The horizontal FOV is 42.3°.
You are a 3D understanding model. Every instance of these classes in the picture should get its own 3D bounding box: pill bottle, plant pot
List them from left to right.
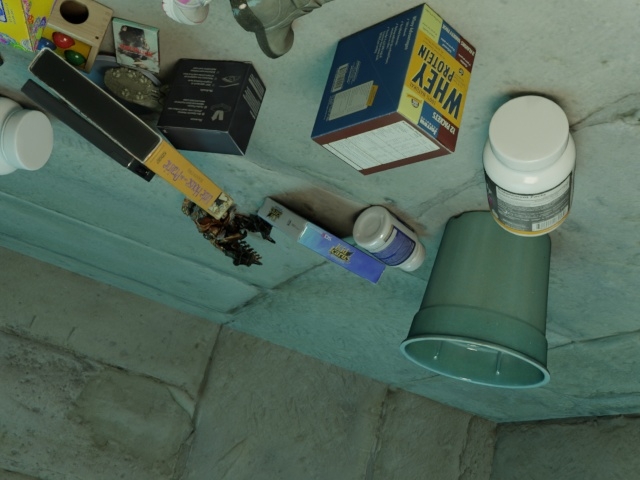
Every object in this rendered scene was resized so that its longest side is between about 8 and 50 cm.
[{"bbox_3d":[-0.823,-0.256,1.982,0.333,0.188,0.188,9,158,18],"label":"pill bottle"},{"bbox_3d":[0.177,0.003,2.047,0.112,0.112,0.186,-5,151,43],"label":"pill bottle"},{"bbox_3d":[0.385,0.132,1.919,0.341,0.334,0.341,14,160,5],"label":"plant pot"},{"bbox_3d":[0.378,-0.131,1.498,0.162,0.162,0.278,8,158,19],"label":"pill bottle"}]

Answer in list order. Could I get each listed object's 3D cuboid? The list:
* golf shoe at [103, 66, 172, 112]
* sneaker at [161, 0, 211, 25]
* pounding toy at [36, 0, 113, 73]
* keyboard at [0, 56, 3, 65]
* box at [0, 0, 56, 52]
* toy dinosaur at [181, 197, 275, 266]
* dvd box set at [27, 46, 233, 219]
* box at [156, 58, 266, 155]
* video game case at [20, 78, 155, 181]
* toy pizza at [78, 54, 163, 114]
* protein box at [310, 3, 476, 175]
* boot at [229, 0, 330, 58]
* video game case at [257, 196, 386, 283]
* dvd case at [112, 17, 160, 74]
[{"bbox_3d":[-0.354,-0.289,1.668,0.176,0.069,0.086,18,159,-14],"label":"golf shoe"},{"bbox_3d":[-0.176,-0.408,1.262,0.111,0.103,0.252,18,160,-2],"label":"sneaker"},{"bbox_3d":[-0.493,-0.408,1.495,0.206,0.094,0.181,22,159,-18],"label":"pounding toy"},{"bbox_3d":[-0.777,-0.423,1.763,0.180,0.023,0.108,14,166,3],"label":"keyboard"},{"bbox_3d":[-0.472,-0.452,1.094,0.279,0.290,0.177,17,159,-6],"label":"box"},{"bbox_3d":[-0.247,-0.029,2.288,0.218,0.164,0.322,18,-177,36],"label":"toy dinosaur"},{"bbox_3d":[-0.356,-0.196,1.633,0.307,0.062,0.420,38,177,15],"label":"dvd box set"},{"bbox_3d":[-0.208,-0.257,1.591,0.155,0.158,0.093,8,158,21],"label":"box"},{"bbox_3d":[-0.498,-0.232,1.805,0.275,0.035,0.248,37,177,1],"label":"video game case"},{"bbox_3d":[-0.416,-0.329,1.726,0.201,0.032,0.201,10,155,5],"label":"toy pizza"},{"bbox_3d":[0.118,-0.238,1.348,0.136,0.200,0.201,30,155,-35],"label":"protein box"},{"bbox_3d":[-0.034,-0.362,1.292,0.161,0.084,0.246,-16,174,12],"label":"boot"},{"bbox_3d":[0.000,0.000,2.103,0.269,0.061,0.244,29,180,-33],"label":"video game case"},{"bbox_3d":[-0.350,-0.369,1.578,0.087,0.013,0.119,14,150,-2],"label":"dvd case"}]
